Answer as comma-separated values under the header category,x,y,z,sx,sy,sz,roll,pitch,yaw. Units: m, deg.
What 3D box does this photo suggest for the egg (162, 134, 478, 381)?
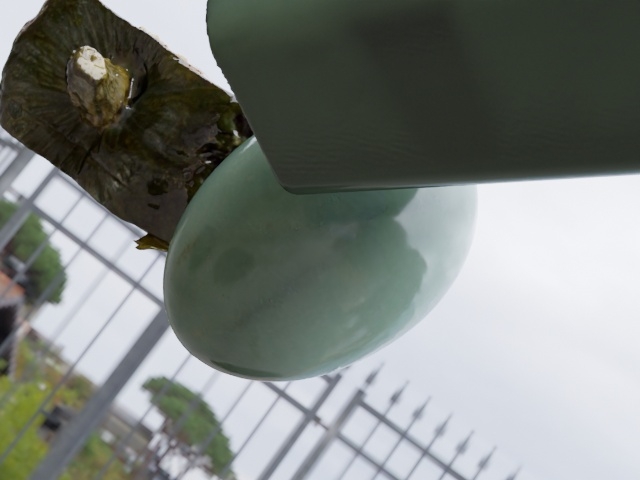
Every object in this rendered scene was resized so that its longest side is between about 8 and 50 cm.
category,x,y,z,sx,sy,sz,roll,pitch,yaw
egg,0.000,0.000,0.838,0.168,0.231,0.168,54,-6,8

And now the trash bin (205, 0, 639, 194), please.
category,x,y,z,sx,sy,sz,roll,pitch,yaw
trash bin,0.137,-0.147,0.631,0.344,0.223,0.158,-4,-48,26

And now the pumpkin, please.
category,x,y,z,sx,sy,sz,roll,pitch,yaw
pumpkin,-0.145,-0.099,1.025,0.317,0.139,0.222,40,10,34
